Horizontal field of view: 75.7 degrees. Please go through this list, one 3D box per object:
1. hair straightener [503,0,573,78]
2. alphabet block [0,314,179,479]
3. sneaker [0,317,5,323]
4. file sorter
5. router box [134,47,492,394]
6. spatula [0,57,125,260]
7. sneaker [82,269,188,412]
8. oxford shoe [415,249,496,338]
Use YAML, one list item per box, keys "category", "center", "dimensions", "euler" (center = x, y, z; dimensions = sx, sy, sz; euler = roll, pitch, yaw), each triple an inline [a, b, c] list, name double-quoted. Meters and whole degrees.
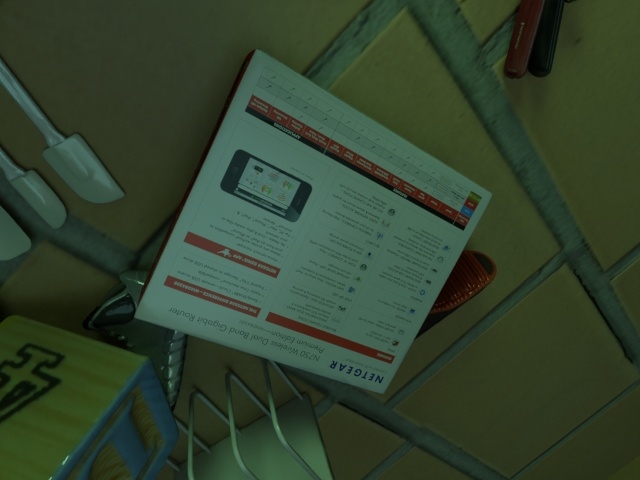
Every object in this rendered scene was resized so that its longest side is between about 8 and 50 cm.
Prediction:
- category: "hair straightener"
  center: [0.292, -0.321, 0.502]
  dimensions: [0.088, 0.047, 0.231]
  euler: [-6, 115, -15]
- category: "alphabet block"
  center: [-0.309, 0.231, 0.464]
  dimensions: [0.196, 0.193, 0.193]
  euler: [12, 128, 14]
- category: "sneaker"
  center: [-0.497, 0.135, 0.456]
  dimensions: [0.261, 0.104, 0.125]
  euler: [-15, 124, -10]
- category: "file sorter"
  center: [-0.149, 0.333, 0.630]
  dimensions: [0.277, 0.193, 0.173]
  euler: [-29, 120, -1]
- category: "router box"
  center: [0.000, 0.000, 0.503]
  dimensions: [0.335, 0.082, 0.301]
  euler: [25, 96, -22]
- category: "spatula"
  center: [-0.350, -0.103, 0.421]
  dimensions: [0.168, 0.019, 0.242]
  euler: [-28, 123, -1]
- category: "sneaker"
  center: [-0.250, 0.138, 0.559]
  dimensions: [0.132, 0.086, 0.229]
  euler: [9, 105, -17]
- category: "oxford shoe"
  center: [0.156, 0.104, 0.672]
  dimensions: [0.271, 0.097, 0.098]
  euler: [-26, 140, 5]
